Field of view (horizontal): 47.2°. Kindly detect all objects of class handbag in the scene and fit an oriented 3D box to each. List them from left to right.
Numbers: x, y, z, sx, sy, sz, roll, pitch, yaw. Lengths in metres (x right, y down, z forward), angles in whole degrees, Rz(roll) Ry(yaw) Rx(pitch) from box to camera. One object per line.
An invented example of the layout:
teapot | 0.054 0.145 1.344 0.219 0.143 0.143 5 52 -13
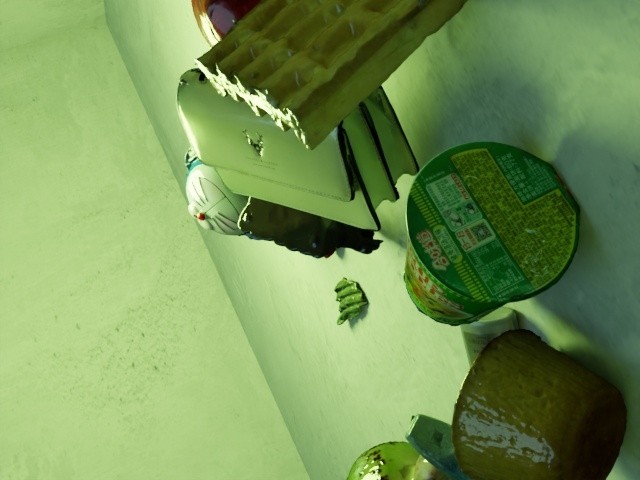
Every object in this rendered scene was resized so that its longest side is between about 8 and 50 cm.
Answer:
handbag | -0.047 -0.166 1.185 0.359 0.160 0.236 17 148 38

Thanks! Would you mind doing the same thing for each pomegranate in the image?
pomegranate | 0.195 0.510 1.438 0.285 0.285 0.340 56 132 33

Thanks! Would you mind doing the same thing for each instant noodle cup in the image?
instant noodle cup | 0.198 0.015 0.950 0.207 0.207 0.232 62 169 19

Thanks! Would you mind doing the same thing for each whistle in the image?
whistle | 0.260 0.369 1.185 0.269 0.180 0.093 31 158 2

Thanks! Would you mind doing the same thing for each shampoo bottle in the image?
shampoo bottle | 0.275 0.211 1.114 0.086 0.056 0.227 -2 111 38

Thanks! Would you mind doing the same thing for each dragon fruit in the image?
dragon fruit | -0.103 -0.403 1.252 0.252 0.241 0.241 55 165 -14

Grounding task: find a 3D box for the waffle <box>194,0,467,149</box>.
waffle | 0.007 -0.286 0.991 0.077 0.304 0.348 51 175 -37

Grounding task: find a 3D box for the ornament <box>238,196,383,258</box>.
ornament | 0.010 -0.029 1.384 0.251 0.260 0.106 21 98 40

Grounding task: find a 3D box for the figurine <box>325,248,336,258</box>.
figurine | 0.000 0.000 1.657 0.071 0.067 0.083 43 139 12

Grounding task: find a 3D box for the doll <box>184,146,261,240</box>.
doll | -0.187 -0.138 1.718 0.284 0.240 0.310 44 132 -4

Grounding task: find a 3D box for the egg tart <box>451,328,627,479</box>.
egg tart | 0.279 0.232 0.940 0.171 0.215 0.215 19 130 47

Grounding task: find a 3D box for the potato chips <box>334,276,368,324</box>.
potato chips | 0.060 0.140 1.709 0.091 0.028 0.207 66 160 11
